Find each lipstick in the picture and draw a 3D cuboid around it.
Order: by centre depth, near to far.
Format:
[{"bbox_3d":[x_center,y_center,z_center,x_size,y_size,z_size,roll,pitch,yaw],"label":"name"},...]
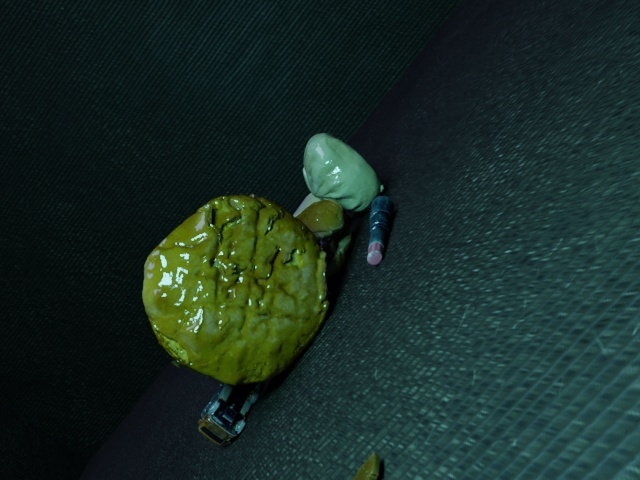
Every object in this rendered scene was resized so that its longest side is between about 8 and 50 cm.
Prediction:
[{"bbox_3d":[0.121,-0.019,1.462,0.053,0.053,0.234,-47,12,30],"label":"lipstick"}]

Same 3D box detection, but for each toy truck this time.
[{"bbox_3d":[-0.195,0.354,1.490,0.092,0.083,0.192,-46,10,33],"label":"toy truck"}]

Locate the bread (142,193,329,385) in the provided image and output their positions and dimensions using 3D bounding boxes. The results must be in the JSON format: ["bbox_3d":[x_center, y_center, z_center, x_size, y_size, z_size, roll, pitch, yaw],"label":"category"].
[{"bbox_3d":[-0.171,0.105,1.433,0.398,0.398,0.215,-57,11,-26],"label":"bread"}]

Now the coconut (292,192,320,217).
[{"bbox_3d":[-0.011,-0.047,1.933,0.147,0.147,0.153,-40,17,53],"label":"coconut"}]

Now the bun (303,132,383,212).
[{"bbox_3d":[0.044,-0.170,1.822,0.160,0.259,0.259,-46,9,-1],"label":"bun"}]

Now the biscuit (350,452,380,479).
[{"bbox_3d":[0.044,0.285,0.774,0.092,0.016,0.082,-56,5,-27],"label":"biscuit"}]

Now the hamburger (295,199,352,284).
[{"bbox_3d":[0.000,0.000,1.695,0.245,0.155,0.282,-48,12,-21],"label":"hamburger"}]
